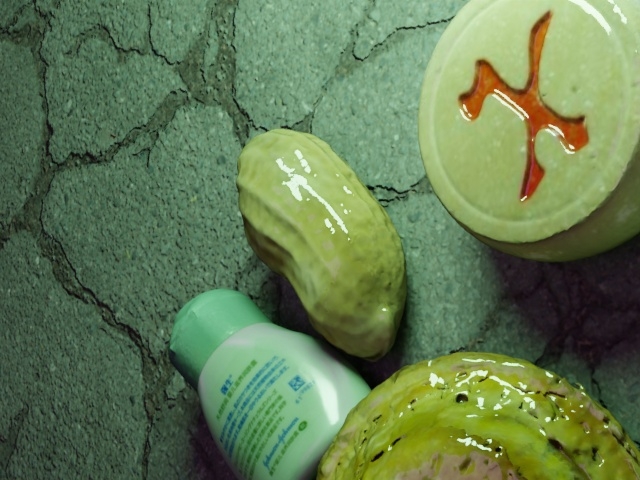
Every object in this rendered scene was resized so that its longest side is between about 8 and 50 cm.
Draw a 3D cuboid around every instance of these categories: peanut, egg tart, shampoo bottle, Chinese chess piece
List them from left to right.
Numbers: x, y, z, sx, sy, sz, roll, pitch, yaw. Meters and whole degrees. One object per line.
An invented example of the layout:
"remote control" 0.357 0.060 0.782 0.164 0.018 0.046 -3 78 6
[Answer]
"shampoo bottle" -0.076 0.201 1.806 0.349 0.151 0.222 42 110 35
"peanut" 0.003 -0.004 1.747 0.174 0.158 0.340 -44 61 7
"egg tart" 0.168 0.343 1.515 0.443 0.178 0.443 -3 84 28
"Chinese chess piece" 0.268 -0.143 1.524 0.338 0.140 0.338 -5 83 42
